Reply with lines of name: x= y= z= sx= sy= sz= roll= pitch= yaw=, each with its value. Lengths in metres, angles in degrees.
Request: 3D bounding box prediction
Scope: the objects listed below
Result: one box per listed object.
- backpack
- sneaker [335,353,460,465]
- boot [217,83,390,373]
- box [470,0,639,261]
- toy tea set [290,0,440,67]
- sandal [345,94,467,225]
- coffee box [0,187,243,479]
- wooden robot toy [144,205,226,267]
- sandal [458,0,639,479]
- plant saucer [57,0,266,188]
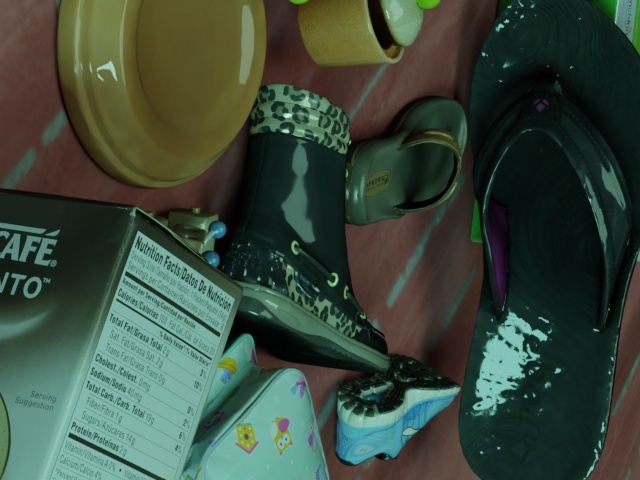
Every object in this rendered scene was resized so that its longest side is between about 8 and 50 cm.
backpack: x=-0.077 y=0.169 z=1.042 sx=0.166 sy=0.144 sz=0.188 roll=-48 pitch=138 yaw=-49
sneaker: x=0.058 y=0.146 z=1.341 sx=0.162 sy=0.063 sz=0.073 roll=-14 pitch=127 yaw=-52
boot: x=0.001 y=0.000 z=1.183 sx=0.236 sy=0.085 sz=0.178 roll=32 pitch=65 yaw=-60
box: x=0.265 y=-0.114 z=1.531 sx=0.231 sy=0.127 sz=0.261 roll=4 pitch=93 yaw=-58
toy tea set: x=0.000 y=-0.254 z=1.047 sx=0.336 sy=0.124 sz=0.200 roll=43 pitch=43 yaw=-54
sandal: x=0.081 y=-0.064 z=1.309 sx=0.219 sy=0.060 sz=0.090 roll=-26 pitch=118 yaw=-60
coffee box: x=-0.178 y=0.128 z=0.848 sx=0.119 sy=0.168 sz=0.297 roll=40 pitch=62 yaw=-53
wooden robot toy: x=-0.104 y=0.028 z=1.018 sx=0.173 sy=0.076 sz=0.079 roll=-93 pitch=-169 yaw=-78
sandal: x=0.202 y=0.002 z=1.361 sx=0.107 sy=0.168 sz=0.445 roll=5 pitch=87 yaw=-75
plant saucer: x=-0.094 y=-0.132 z=1.046 sx=0.200 sy=0.037 sz=0.199 roll=-17 pitch=111 yaw=-56
